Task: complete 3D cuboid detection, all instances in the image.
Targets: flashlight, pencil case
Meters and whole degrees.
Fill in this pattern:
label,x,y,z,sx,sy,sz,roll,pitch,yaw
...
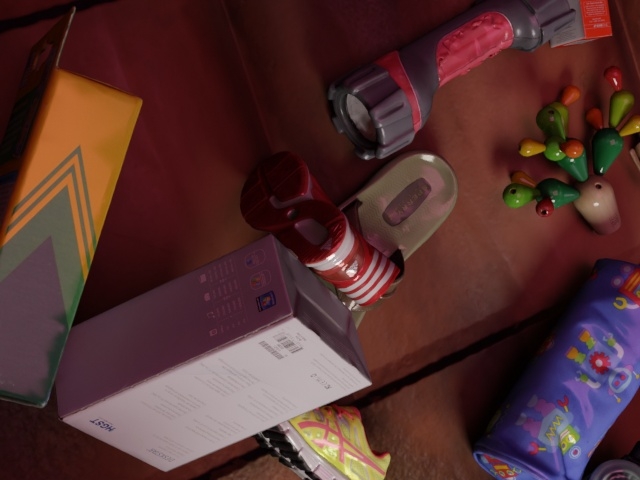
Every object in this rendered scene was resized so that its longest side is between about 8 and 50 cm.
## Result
label,x,y,z,sx,sy,sz,roll,pitch,yaw
flashlight,0.153,-0.200,1.204,0.304,0.103,0.103,-31,101,-20
pencil case,0.306,0.163,1.257,0.133,0.119,0.306,37,75,4

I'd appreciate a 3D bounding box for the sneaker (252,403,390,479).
label,x,y,z,sx,sy,sz,roll,pitch,yaw
sneaker,-0.004,0.201,1.150,0.208,0.081,0.094,49,65,-23

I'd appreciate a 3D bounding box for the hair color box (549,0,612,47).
label,x,y,z,sx,sy,sz,roll,pitch,yaw
hair color box,0.299,-0.305,1.286,0.043,0.072,0.141,-11,94,-23

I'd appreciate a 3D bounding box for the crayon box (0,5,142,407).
label,x,y,z,sx,sy,sz,roll,pitch,yaw
crayon box,-0.251,-0.026,0.967,0.083,0.203,0.322,18,82,-23

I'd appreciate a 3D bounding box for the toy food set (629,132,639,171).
label,x,y,z,sx,sy,sz,roll,pitch,yaw
toy food set,0.432,-0.121,1.374,0.122,0.019,0.078,-39,105,-27

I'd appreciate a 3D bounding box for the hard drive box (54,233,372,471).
label,x,y,z,sx,sy,sz,roll,pitch,yaw
hard drive box,-0.097,0.111,0.991,0.232,0.181,0.089,-25,56,12

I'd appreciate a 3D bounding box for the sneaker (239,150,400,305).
label,x,y,z,sx,sy,sz,roll,pitch,yaw
sneaker,0.000,0.000,1.092,0.087,0.221,0.128,-40,123,5

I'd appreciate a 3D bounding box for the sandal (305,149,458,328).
label,x,y,z,sx,sy,sz,roll,pitch,yaw
sandal,0.046,0.013,1.162,0.120,0.086,0.302,45,73,-17

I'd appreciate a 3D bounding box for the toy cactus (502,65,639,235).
label,x,y,z,sx,sy,sz,roll,pitch,yaw
toy cactus,0.316,-0.087,1.286,0.219,0.112,0.180,-46,117,-26

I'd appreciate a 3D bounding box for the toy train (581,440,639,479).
label,x,y,z,sx,sy,sz,roll,pitch,yaw
toy train,0.337,0.396,1.229,0.190,0.142,0.334,34,75,15
